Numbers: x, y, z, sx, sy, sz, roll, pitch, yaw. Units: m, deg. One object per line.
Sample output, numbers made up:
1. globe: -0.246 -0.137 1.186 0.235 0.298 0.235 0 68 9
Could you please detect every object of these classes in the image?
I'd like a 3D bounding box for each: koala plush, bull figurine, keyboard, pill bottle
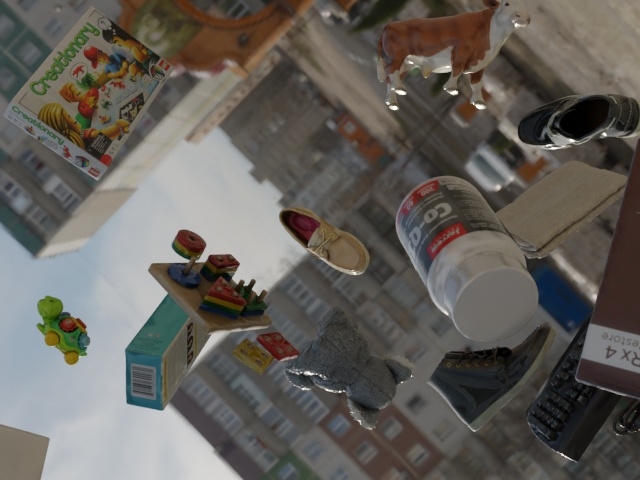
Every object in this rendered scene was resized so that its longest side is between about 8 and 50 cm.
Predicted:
1. koala plush: 0.069 0.270 2.009 0.221 0.196 0.203 41 168 -4
2. bull figurine: 0.233 -0.337 1.739 0.310 0.189 0.101 2 161 39
3. keyboard: 0.361 0.114 1.122 0.033 0.317 0.201 32 -179 -22
4. pill bottle: 0.232 0.026 1.562 0.161 0.161 0.283 42 -166 -29

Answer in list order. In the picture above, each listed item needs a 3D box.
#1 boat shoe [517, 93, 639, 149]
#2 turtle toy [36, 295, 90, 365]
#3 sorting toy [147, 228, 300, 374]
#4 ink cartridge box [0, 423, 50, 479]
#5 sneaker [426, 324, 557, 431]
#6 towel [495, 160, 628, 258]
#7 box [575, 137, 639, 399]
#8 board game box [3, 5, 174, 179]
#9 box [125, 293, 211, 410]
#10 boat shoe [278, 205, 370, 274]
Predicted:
1. boat shoe: 0.387 -0.188 1.511 0.079 0.084 0.233 -3 -179 -33
2. turtle toy: -0.449 0.154 1.692 0.130 0.066 0.095 50 172 -22
3. sorting toy: -0.133 0.067 1.292 0.274 0.046 0.132 43 -157 27
4. ink cartridge box: -0.459 0.251 1.122 0.237 0.100 0.172 24 155 -29
5. sneaker: 0.263 0.191 1.519 0.118 0.222 0.083 40 -154 7
6. towel: 0.496 -0.068 2.046 0.187 0.282 0.049 32 153 58
7. box: 0.301 0.045 0.654 0.168 0.167 0.203 14 176 36
8. board game box: -0.407 -0.270 1.748 0.193 0.053 0.305 35 -134 -14
9. box: -0.226 0.149 1.498 0.060 0.101 0.244 9 -154 10
10. boat shoe: 0.000 0.000 1.511 0.170 0.063 0.059 33 -167 30
